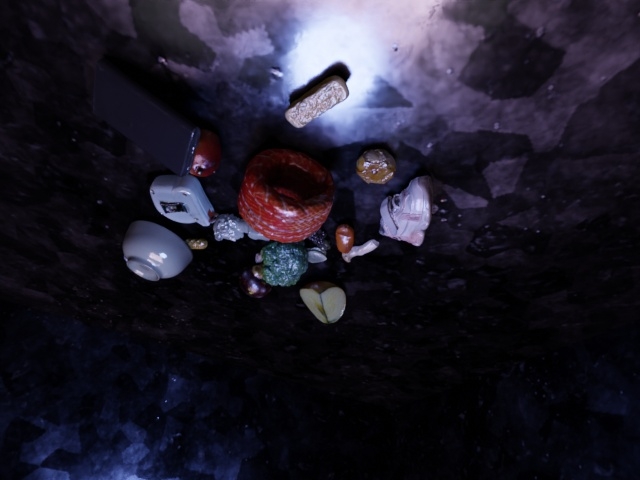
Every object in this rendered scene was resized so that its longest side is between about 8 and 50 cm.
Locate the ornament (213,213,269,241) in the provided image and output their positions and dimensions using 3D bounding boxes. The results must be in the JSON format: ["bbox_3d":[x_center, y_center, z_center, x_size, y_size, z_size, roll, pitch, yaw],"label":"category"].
[{"bbox_3d":[-0.354,-0.065,1.874,0.286,0.130,0.120,-2,158,0],"label":"ornament"}]

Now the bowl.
[{"bbox_3d":[-0.848,0.081,2.042,0.354,0.185,0.353,15,145,10],"label":"bowl"}]

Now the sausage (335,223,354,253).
[{"bbox_3d":[0.114,-0.013,1.878,0.089,0.089,0.179,4,138,6],"label":"sausage"}]

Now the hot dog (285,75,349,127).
[{"bbox_3d":[-0.012,-0.462,1.332,0.243,0.073,0.084,-24,129,34],"label":"hot dog"}]

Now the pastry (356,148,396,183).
[{"bbox_3d":[0.208,-0.277,1.520,0.154,0.081,0.153,4,152,2],"label":"pastry"}]

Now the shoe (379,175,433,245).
[{"bbox_3d":[0.340,-0.112,1.630,0.198,0.171,0.350,7,140,8],"label":"shoe"}]

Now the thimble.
[{"bbox_3d":[-0.130,-0.168,1.522,0.351,0.350,0.230,17,140,-11],"label":"thimble"}]

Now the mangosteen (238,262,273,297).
[{"bbox_3d":[-0.326,0.200,2.166,0.217,0.192,0.192,-42,126,7],"label":"mangosteen"}]

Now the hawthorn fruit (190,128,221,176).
[{"bbox_3d":[-0.449,-0.320,1.505,0.169,0.188,0.169,-2,137,-2],"label":"hawthorn fruit"}]

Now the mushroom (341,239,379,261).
[{"bbox_3d":[0.192,0.049,1.962,0.202,0.054,0.059,-24,131,28],"label":"mushroom"}]

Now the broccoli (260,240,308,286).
[{"bbox_3d":[-0.191,0.088,1.954,0.270,0.269,0.270,16,155,45],"label":"broccoli"}]

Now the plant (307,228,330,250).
[{"bbox_3d":[0.000,0.000,1.918,0.085,0.087,0.174,-30,137,7],"label":"plant"}]

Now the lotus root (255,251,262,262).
[{"bbox_3d":[-0.319,0.085,2.121,0.038,0.030,0.083,-12,153,-25],"label":"lotus root"}]

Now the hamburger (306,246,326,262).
[{"bbox_3d":[-0.035,0.070,2.031,0.121,0.054,0.084,-16,138,38],"label":"hamburger"}]

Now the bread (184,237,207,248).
[{"bbox_3d":[-0.632,0.016,2.070,0.111,0.060,0.066,-1,154,7],"label":"bread"}]

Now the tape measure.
[{"bbox_3d":[-0.608,-0.170,1.775,0.247,0.125,0.243,0,141,10],"label":"tape measure"}]

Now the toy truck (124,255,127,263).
[{"bbox_3d":[-1.032,0.100,2.250,0.077,0.076,0.111,-33,133,10],"label":"toy truck"}]

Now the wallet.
[{"bbox_3d":[-0.602,-0.413,1.388,0.406,0.062,0.228,36,130,2],"label":"wallet"}]

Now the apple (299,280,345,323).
[{"bbox_3d":[0.014,0.329,2.248,0.254,0.179,0.346,-11,138,5],"label":"apple"}]
